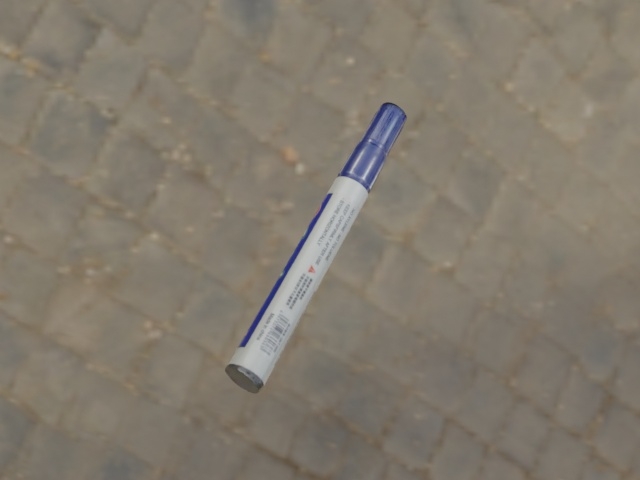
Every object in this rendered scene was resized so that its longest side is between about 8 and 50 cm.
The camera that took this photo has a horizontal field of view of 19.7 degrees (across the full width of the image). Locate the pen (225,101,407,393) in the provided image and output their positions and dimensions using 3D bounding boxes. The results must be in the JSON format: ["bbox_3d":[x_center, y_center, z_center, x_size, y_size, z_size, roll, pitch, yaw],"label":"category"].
[{"bbox_3d":[0.000,0.000,1.078,0.025,0.025,0.204,46,59,-30],"label":"pen"}]
